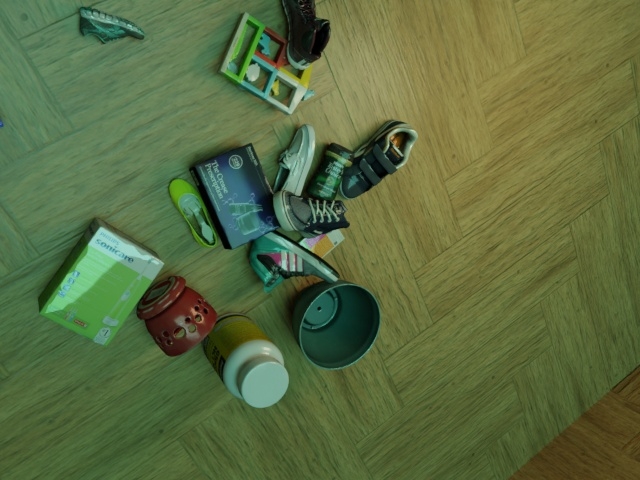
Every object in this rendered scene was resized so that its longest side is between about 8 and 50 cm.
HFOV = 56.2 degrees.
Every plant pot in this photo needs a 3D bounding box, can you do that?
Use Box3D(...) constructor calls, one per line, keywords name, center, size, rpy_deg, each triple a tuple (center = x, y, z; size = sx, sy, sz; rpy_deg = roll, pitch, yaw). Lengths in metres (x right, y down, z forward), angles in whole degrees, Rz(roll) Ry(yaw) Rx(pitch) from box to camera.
Box3D(name="plant pot", center=(0.026, 0.251, 1.981), size=(0.293, 0.196, 0.293), rpy_deg=(-8, 108, -24))
Box3D(name="plant pot", center=(-0.426, 0.215, 1.745), size=(0.191, 0.191, 0.174), rpy_deg=(-41, 114, -11))

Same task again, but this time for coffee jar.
Box3D(name="coffee jar", center=(0.034, -0.215, 1.908), size=(0.096, 0.079, 0.184), rpy_deg=(25, 92, -8))

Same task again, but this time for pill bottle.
Box3D(name="pill bottle", center=(-0.225, 0.359, 1.805), size=(0.188, 0.334, 0.188), rpy_deg=(-8, 108, -25))

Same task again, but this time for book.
Box3D(name="book", center=(0.000, 0.000, 1.989), size=(0.144, 0.035, 0.096), rpy_deg=(-39, 115, -12))

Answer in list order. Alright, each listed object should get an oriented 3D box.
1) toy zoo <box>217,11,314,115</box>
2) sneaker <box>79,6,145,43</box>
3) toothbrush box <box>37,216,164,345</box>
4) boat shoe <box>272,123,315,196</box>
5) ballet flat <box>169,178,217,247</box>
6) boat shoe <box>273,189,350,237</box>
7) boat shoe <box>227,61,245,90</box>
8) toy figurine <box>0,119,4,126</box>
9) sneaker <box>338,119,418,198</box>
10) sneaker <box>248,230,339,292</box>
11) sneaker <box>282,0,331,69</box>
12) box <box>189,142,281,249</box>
Box3D(name="toy zoo", center=(-0.137, -0.498, 1.745), size=(0.293, 0.030, 0.192), rpy_deg=(26, 79, -31))
Box3D(name="sneaker", center=(-0.539, -0.540, 1.544), size=(0.166, 0.065, 0.076), rpy_deg=(12, 116, -26))
Box3D(name="toothbrush box", center=(-0.607, 0.114, 1.660), size=(0.206, 0.122, 0.283), rpy_deg=(35, 88, -30))
Box3D(name="boat shoe", center=(-0.086, -0.234, 1.838), size=(0.084, 0.095, 0.258), rpy_deg=(8, 100, -33))
Box3D(name="ballet flat", center=(-0.363, -0.075, 1.753), size=(0.077, 0.077, 0.231), rpy_deg=(-31, 116, -15))
Box3D(name="boat shoe", center=(-0.017, -0.090, 1.787), size=(0.158, 0.340, 0.127), rpy_deg=(-14, 80, 14))
Box3D(name="boat shoe", center=(-0.242, -0.475, 1.720), size=(0.035, 0.035, 0.100), rpy_deg=(-36, 118, -13))
Box3D(name="toy figurine", center=(-0.875, -0.237, 1.387), size=(0.362, 0.191, 0.217), rpy_deg=(-39, 123, -11))
Box3D(name="sneaker", center=(0.185, -0.262, 1.953), size=(0.126, 0.127, 0.321), rpy_deg=(41, 86, -31))
Box3D(name="sneaker", center=(-0.103, 0.097, 1.877), size=(0.295, 0.124, 0.178), rpy_deg=(31, 95, 1))
Box3D(name="sneaker", center=(-0.025, -0.636, 1.692), size=(0.106, 0.162, 0.281), rpy_deg=(-9, 98, -31))
Box3D(name="box", center=(-0.240, -0.128, 1.753), size=(0.184, 0.103, 0.261), rpy_deg=(-27, 100, -21))
